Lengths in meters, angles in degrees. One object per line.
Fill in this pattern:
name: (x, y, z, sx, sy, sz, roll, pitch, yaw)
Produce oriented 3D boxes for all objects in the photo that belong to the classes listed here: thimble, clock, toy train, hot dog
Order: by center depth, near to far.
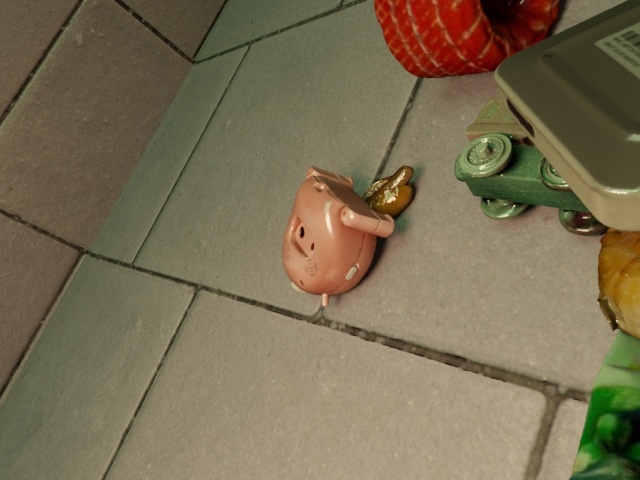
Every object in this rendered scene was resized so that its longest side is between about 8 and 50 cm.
toy train: (0.361, -0.136, 0.799, 0.304, 0.150, 0.221, 18, 67, 48)
thimble: (0.284, -0.495, 0.997, 0.231, 0.350, 0.350, 18, 76, 52)
clock: (0.000, 0.000, 1.054, 0.241, 0.142, 0.227, -62, 37, 21)
hot dog: (0.139, -0.092, 1.067, 0.140, 0.060, 0.090, -29, 48, 27)

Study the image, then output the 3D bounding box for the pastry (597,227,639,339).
pastry: (0.439, 0.031, 0.576, 0.236, 0.120, 0.257, -8, 29, 40)

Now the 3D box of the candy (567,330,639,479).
candy: (0.365, 0.225, 0.515, 0.263, 0.172, 0.398, 22, 67, 48)

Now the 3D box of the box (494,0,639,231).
box: (0.448, -0.206, 0.638, 0.373, 0.090, 0.367, -24, 40, 12)
